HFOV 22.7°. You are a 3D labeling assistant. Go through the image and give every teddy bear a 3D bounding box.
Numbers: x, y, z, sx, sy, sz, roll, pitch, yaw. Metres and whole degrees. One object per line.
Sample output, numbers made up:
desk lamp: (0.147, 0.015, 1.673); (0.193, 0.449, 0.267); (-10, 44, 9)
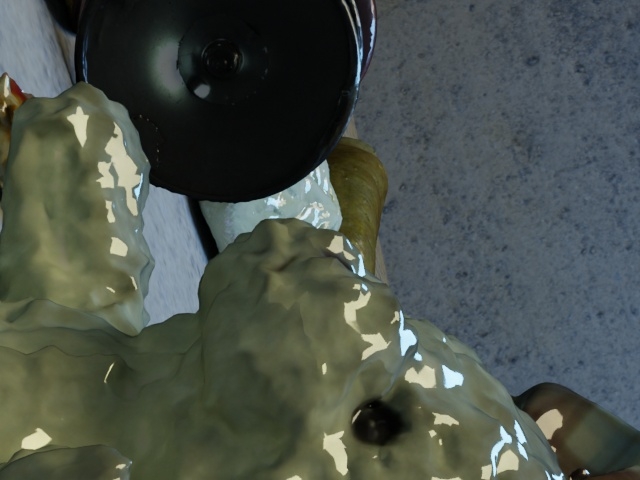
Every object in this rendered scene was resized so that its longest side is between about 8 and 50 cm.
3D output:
teddy bear: (-0.060, 0.022, 0.546); (0.327, 0.362, 0.375); (-90, 165, -66)

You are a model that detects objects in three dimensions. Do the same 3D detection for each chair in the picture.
chair: (-0.065, -0.184, 1.412); (0.401, 0.226, 0.226); (-75, 149, -75)

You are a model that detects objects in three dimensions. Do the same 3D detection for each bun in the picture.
bun: (-0.052, -0.047, 1.641); (0.231, 0.133, 0.231); (-13, 90, -84)

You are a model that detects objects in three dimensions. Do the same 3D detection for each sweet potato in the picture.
sweet potato: (0.000, 0.000, 1.873); (0.370, 0.157, 0.158); (-79, 154, -63)

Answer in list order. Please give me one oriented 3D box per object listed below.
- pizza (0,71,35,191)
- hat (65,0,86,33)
pizza: (-0.165, -0.029, 1.038); (0.193, 0.053, 0.201); (65, 13, -55)
hat: (-0.190, -0.266, 1.276); (0.193, 0.082, 0.193); (-158, -90, -88)
